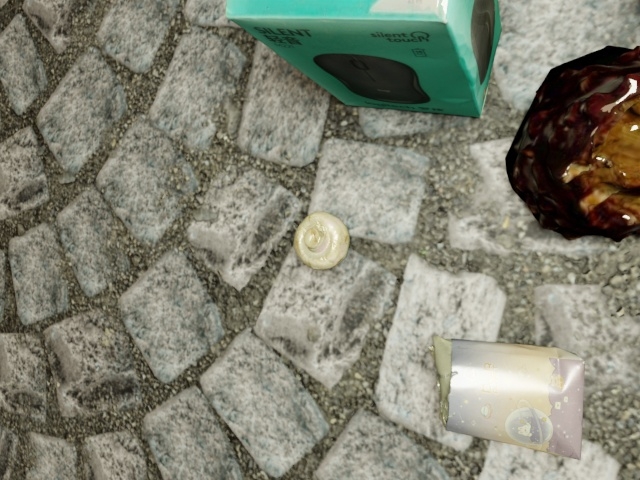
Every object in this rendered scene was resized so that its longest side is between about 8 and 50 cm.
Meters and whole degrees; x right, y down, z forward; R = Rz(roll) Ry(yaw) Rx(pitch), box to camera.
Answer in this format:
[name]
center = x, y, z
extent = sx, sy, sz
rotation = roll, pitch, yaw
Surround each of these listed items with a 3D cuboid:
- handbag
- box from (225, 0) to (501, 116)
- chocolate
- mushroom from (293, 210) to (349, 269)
[handbag]
center = 0.213, 0.178, 0.534
extent = 0.173, 0.095, 0.118
rotation = 5, 85, 16
[box]
center = 0.071, -0.229, 0.477
extent = 0.204, 0.311, 0.118
rotation = 11, 95, 23
[chocolate]
center = 0.305, -0.104, 0.449
extent = 0.206, 0.177, 0.224
rotation = 28, 101, 22
[mushroom]
center = 0.000, 0.000, 0.638
extent = 0.083, 0.067, 0.084
rotation = -4, 81, 26
